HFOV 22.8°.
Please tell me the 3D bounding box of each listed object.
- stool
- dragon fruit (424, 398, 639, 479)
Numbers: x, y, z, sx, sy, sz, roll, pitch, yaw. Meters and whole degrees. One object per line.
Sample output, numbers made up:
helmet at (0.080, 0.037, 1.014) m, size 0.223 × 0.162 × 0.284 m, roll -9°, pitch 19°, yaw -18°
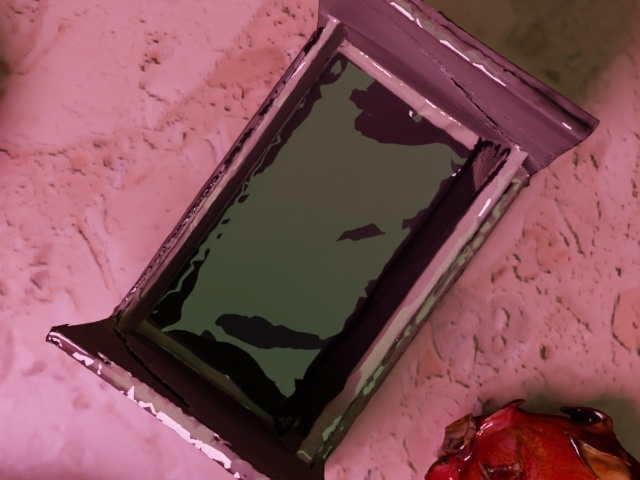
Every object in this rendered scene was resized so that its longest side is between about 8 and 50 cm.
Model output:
stool at (0.000, 0.000, 0.885) m, size 0.170 × 0.269 × 0.243 m, roll 35°, pitch 88°, yaw 2°
dragon fruit at (0.171, 0.198, 0.963) m, size 0.125 × 0.125 × 0.246 m, roll -41°, pitch 97°, yaw -11°
